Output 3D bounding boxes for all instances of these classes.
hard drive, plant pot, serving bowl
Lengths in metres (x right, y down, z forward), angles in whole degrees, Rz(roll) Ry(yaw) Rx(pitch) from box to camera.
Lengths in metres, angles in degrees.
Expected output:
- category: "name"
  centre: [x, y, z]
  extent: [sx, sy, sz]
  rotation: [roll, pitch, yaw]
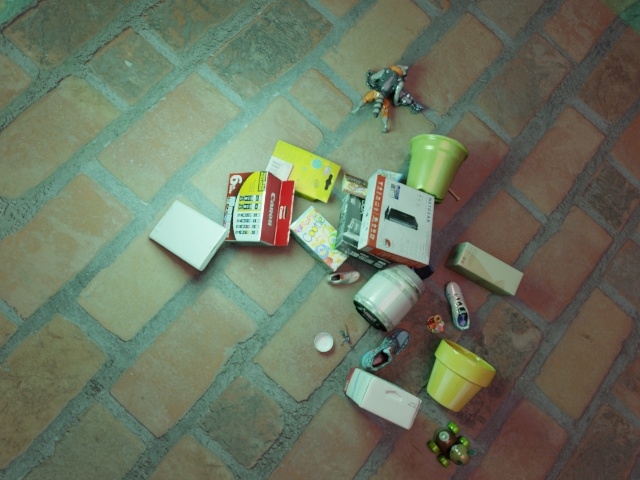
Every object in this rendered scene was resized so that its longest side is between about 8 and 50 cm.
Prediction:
- category: "hard drive"
  centre: [-0.567, -0.027, 1.723]
  extent: [0.308, 0.040, 0.202]
  rotation: [28, 78, 21]
- category: "plant pot"
  centre: [0.598, 0.604, 1.771]
  extent: [0.254, 0.254, 0.238]
  rotation: [29, 95, -3]
- category: "serving bowl"
  centre: [0.013, 0.456, 1.803]
  extent: [0.084, 0.027, 0.083]
  rotation: [1, 81, -9]
- category: "plant pot"
  centre: [0.517, -0.316, 1.874]
  extent: [0.276, 0.276, 0.253]
  rotation: [20, 82, -5]

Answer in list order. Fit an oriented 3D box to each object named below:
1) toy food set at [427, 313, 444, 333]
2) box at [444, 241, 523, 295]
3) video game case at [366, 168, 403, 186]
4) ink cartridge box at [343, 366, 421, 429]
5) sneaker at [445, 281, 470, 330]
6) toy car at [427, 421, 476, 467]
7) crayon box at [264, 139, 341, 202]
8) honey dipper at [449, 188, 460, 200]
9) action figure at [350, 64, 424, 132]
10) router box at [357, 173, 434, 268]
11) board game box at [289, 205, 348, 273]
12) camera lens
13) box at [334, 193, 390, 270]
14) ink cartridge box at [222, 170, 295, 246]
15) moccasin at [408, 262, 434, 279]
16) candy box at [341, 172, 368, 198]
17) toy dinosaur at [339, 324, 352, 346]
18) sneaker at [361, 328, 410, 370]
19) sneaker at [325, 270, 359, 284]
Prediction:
- category: "toy food set"
  centre: [0.545, 0.397, 1.894]
  extent: [0.083, 0.020, 0.082]
  rotation: [-24, 86, -11]
- category: "box"
  centre: [0.775, 0.139, 1.905]
  extent: [0.311, 0.148, 0.121]
  rotation: [29, 80, -2]
- category: "video game case"
  centre: [0.298, -0.282, 1.902]
  extent: [0.119, 0.166, 0.015]
  rotation: [-49, 131, -12]
- category: "ink cartridge box"
  centre: [0.243, 0.643, 1.667]
  extent: [0.226, 0.306, 0.131]
  rotation: [26, 78, -3]
- category: "sneaker"
  centre: [0.655, 0.308, 1.891]
  extent: [0.085, 0.086, 0.236]
  rotation: [-12, 82, -8]
- category: "toy car"
  centre: [0.588, 0.911, 1.736]
  extent: [0.155, 0.188, 0.148]
  rotation: [-36, 88, -12]
- category: "crayon box"
  centre: [-0.089, -0.313, 1.879]
  extent: [0.319, 0.081, 0.202]
  rotation: [23, 79, -4]
- category: "honey dipper"
  centre: [0.641, -0.258, 2.006]
  extent: [0.160, 0.030, 0.030]
  rotation: [45, 78, -4]
- category: "action figure"
  centre: [0.352, -0.703, 1.960]
  extent: [0.342, 0.178, 0.329]
  rotation: [26, 88, -2]
- category: "router box"
  centre: [0.332, -0.080, 1.723]
  extent: [0.302, 0.082, 0.335]
  rotation: [17, 68, -17]
- category: "board game box"
  centre: [0.000, 0.000, 1.812]
  extent: [0.275, 0.144, 0.142]
  rotation: [45, 77, -1]
- category: "camera lens"
  centre: [0.300, 0.249, 1.779]
  extent: [0.219, 0.219, 0.274]
  rotation: [45, 78, 0]
- category: "box"
  centre: [0.200, -0.047, 1.794]
  extent: [0.243, 0.076, 0.307]
  rotation: [26, 48, -15]
- category: "ink cartridge box"
  centre: [-0.270, -0.136, 1.740]
  extent: [0.272, 0.130, 0.308]
  rotation: [0, 79, 25]
- category: "moccasin"
  centre: [0.438, 0.018, 1.882]
  extent: [0.117, 0.137, 0.341]
  rotation: [-20, 103, -3]
- category: "candy box"
  centre: [0.157, -0.255, 1.853]
  extent: [0.109, 0.186, 0.053]
  rotation: [18, 112, -6]
- category: "toy dinosaur"
  centre: [0.124, 0.442, 1.818]
  extent: [0.082, 0.047, 0.090]
  rotation: [46, 67, -18]
- category: "sneaker"
  centre: [0.311, 0.500, 1.790]
  extent: [0.262, 0.125, 0.104]
  rotation: [-38, 89, -12]
- category: "sneaker"
  centre: [0.107, 0.171, 1.836]
  extent: [0.162, 0.075, 0.057]
  rotation: [-7, 83, -9]
